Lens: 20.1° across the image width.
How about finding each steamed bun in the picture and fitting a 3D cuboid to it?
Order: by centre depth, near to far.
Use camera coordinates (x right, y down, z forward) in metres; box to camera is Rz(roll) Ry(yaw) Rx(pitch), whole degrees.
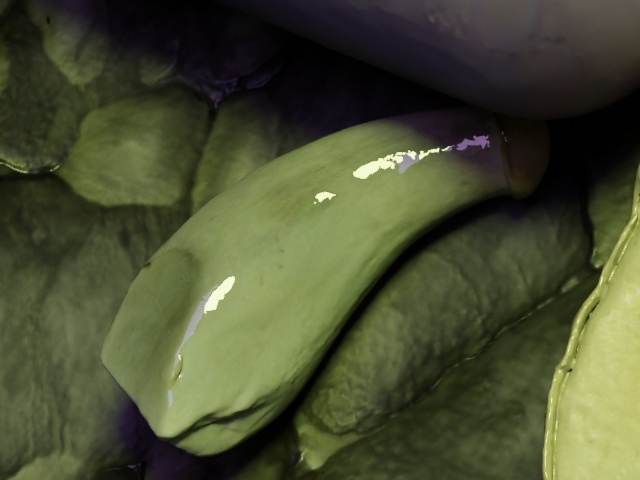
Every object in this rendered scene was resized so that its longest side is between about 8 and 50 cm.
[{"bbox_3d":[0.222,0.038,0.852,0.231,0.110,0.212,-11,63,36],"label":"steamed bun"}]

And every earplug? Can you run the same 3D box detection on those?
[{"bbox_3d":[0.011,-0.204,0.993,0.456,0.215,0.215,31,81,37],"label":"earplug"}]

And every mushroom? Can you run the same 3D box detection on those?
[{"bbox_3d":[0.000,0.000,0.985,0.270,0.103,0.118,-41,55,-6],"label":"mushroom"}]
